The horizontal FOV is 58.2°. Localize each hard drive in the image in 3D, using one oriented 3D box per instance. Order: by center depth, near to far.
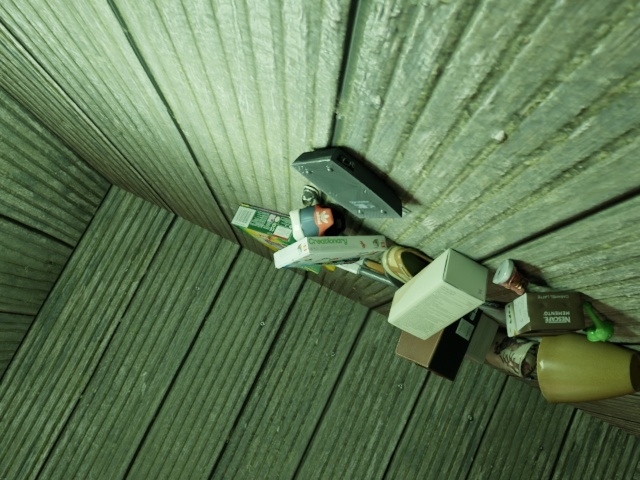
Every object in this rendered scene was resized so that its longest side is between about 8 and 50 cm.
[{"bbox_3d":[0.070,-0.134,1.369,0.254,0.054,0.172,34,161,-33],"label":"hard drive"}]

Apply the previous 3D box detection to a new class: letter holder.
[{"bbox_3d":[0.442,0.341,2.174,0.152,0.302,0.214,31,169,-29],"label":"letter holder"}]

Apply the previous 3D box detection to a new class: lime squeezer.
[{"bbox_3d":[0.760,0.246,1.622,0.109,0.059,0.310,22,170,20],"label":"lime squeezer"}]

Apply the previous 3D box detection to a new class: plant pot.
[{"bbox_3d":[0.849,0.402,1.794,0.254,0.237,0.237,-6,149,47],"label":"plant pot"}]

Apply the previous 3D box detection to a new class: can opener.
[{"bbox_3d":[0.178,0.102,2.267,0.283,0.076,0.095,20,169,24],"label":"can opener"}]

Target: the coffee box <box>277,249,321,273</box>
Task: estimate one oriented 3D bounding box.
[{"bbox_3d":[-0.091,0.085,2.339,0.113,0.041,0.184,31,167,-36],"label":"coffee box"}]

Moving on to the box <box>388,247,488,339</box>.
[{"bbox_3d":[0.344,0.167,1.708,0.147,0.121,0.311,28,143,-10],"label":"box"}]

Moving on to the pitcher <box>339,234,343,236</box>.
[{"bbox_3d":[0.000,0.000,2.102,0.207,0.125,0.178,18,145,45],"label":"pitcher"}]

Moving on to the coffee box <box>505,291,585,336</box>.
[{"bbox_3d":[0.601,0.205,1.562,0.141,0.098,0.246,-3,166,6],"label":"coffee box"}]

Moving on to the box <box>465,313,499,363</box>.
[{"bbox_3d":[0.597,0.382,2.343,0.119,0.181,0.182,32,169,-28],"label":"box"}]

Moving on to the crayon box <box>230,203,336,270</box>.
[{"bbox_3d":[-0.139,-0.012,2.375,0.362,0.106,0.313,16,166,43],"label":"crayon box"}]

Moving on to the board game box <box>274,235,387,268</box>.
[{"bbox_3d":[0.033,0.035,1.804,0.305,0.053,0.193,-1,165,-36],"label":"board game box"}]

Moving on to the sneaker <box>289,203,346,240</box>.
[{"bbox_3d":[0.017,-0.044,1.837,0.148,0.131,0.350,-12,177,11],"label":"sneaker"}]

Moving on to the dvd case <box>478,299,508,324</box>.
[{"bbox_3d":[0.681,0.275,2.032,0.238,0.030,0.179,30,169,-20],"label":"dvd case"}]

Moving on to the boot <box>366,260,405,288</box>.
[{"bbox_3d":[0.257,0.101,2.033,0.264,0.096,0.280,13,-174,-33],"label":"boot"}]

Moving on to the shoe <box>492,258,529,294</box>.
[{"bbox_3d":[0.504,0.096,1.493,0.081,0.064,0.178,22,175,11],"label":"shoe"}]

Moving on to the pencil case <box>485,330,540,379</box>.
[{"bbox_3d":[0.722,0.448,2.431,0.410,0.160,0.183,14,161,48],"label":"pencil case"}]

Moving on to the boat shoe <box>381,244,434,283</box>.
[{"bbox_3d":[0.345,0.121,1.834,0.323,0.123,0.120,28,166,-16],"label":"boat shoe"}]

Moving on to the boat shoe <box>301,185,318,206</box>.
[{"bbox_3d":[-0.036,-0.131,1.723,0.046,0.038,0.125,26,170,-1],"label":"boat shoe"}]

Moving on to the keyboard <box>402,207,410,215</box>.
[{"bbox_3d":[0.109,-0.125,1.483,0.255,0.014,0.072,27,175,-7],"label":"keyboard"}]
